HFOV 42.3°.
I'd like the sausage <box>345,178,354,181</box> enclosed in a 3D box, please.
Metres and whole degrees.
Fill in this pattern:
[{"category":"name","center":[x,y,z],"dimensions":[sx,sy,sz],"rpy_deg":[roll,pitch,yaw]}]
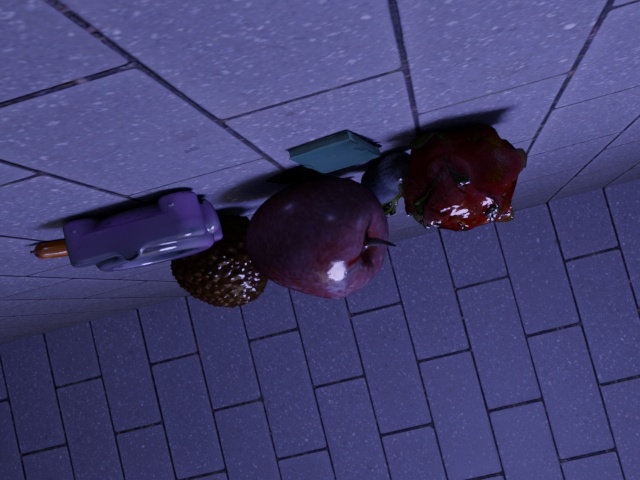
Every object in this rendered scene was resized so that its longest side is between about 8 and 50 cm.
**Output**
[{"category":"sausage","center":[0.015,-0.092,1.539],"dimensions":[0.129,0.034,0.034],"rpy_deg":[-12,174,-21]}]

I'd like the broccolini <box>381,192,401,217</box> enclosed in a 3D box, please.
[{"category":"broccolini","center":[0.196,-0.113,1.682],"dimensions":[0.392,0.079,0.074],"rpy_deg":[-23,-150,55]}]

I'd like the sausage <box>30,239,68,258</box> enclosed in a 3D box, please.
[{"category":"sausage","center":[-0.452,0.014,1.448],"dimensions":[0.107,0.031,0.031],"rpy_deg":[-11,174,-33]}]

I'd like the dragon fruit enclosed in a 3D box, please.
[{"category":"dragon fruit","center":[0.228,-0.091,1.356],"dimensions":[0.200,0.198,0.269],"rpy_deg":[-39,175,2]}]

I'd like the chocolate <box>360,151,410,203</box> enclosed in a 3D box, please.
[{"category":"chocolate","center":[0.119,-0.108,1.446],"dimensions":[0.072,0.072,0.167],"rpy_deg":[-12,174,-21]}]

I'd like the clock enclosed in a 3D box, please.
[{"category":"clock","center":[-0.279,-0.009,1.374],"dimensions":[0.227,0.090,0.248],"rpy_deg":[-14,176,8]}]

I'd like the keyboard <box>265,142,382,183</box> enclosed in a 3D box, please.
[{"category":"keyboard","center":[0.003,-0.122,1.328],"dimensions":[0.198,0.010,0.063],"rpy_deg":[-18,171,37]}]

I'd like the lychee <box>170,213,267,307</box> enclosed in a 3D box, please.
[{"category":"lychee","center":[-0.174,0.040,1.600],"dimensions":[0.238,0.200,0.200],"rpy_deg":[-1,175,2]}]

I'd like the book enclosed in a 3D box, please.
[{"category":"book","center":[0.020,-0.129,1.227],"dimensions":[0.103,0.017,0.135],"rpy_deg":[-16,169,21]}]

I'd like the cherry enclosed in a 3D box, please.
[{"category":"cherry","center":[0.008,-0.007,1.414],"dimensions":[0.285,0.213,0.236],"rpy_deg":[2,160,35]}]
